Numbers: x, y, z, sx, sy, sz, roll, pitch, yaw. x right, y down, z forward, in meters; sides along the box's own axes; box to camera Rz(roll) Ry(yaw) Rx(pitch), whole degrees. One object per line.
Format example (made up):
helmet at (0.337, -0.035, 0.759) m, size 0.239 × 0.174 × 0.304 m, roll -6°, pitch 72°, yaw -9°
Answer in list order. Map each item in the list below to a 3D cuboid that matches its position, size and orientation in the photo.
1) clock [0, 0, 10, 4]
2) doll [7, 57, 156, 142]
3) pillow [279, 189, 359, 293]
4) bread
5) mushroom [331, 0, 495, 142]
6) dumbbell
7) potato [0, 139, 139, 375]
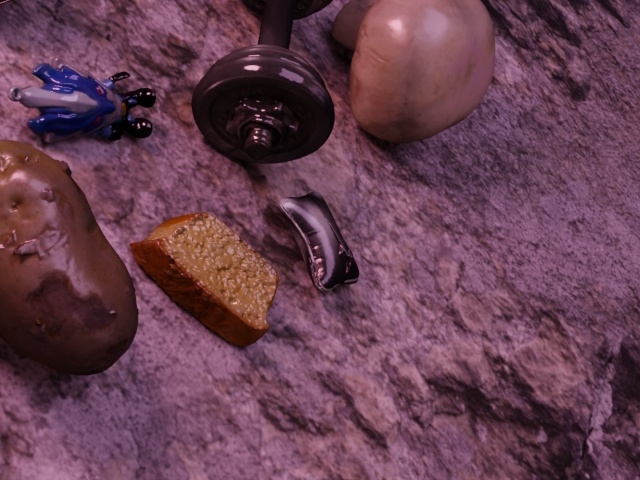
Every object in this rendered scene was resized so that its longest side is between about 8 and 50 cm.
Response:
clock at (-0.380, -0.348, 1.442) m, size 0.184 × 0.184 × 0.040 m, roll 38°, pitch 0°, yaw -21°
doll at (-0.273, -0.155, 1.495) m, size 0.195 × 0.070 × 0.096 m, roll 3°, pitch 94°, yaw -47°
pillow at (-0.001, 0.001, 1.675) m, size 0.091 × 0.055 × 0.136 m, roll -24°, pitch 81°, yaw -31°
bread at (-0.126, 0.038, 1.523) m, size 0.187 × 0.065 × 0.103 m, roll 43°, pitch 48°, yaw -14°
mushroom at (0.116, -0.267, 1.870) m, size 0.254 × 0.234 × 0.260 m, roll -55°, pitch 151°, yaw -18°
dumbbell at (-0.058, -0.268, 1.693) m, size 0.179 × 0.179 × 0.406 m, roll 29°, pitch 47°, yaw -29°
potato at (-0.286, 0.021, 1.295) m, size 0.262 × 0.165 × 0.165 m, roll 60°, pitch 39°, yaw -16°
